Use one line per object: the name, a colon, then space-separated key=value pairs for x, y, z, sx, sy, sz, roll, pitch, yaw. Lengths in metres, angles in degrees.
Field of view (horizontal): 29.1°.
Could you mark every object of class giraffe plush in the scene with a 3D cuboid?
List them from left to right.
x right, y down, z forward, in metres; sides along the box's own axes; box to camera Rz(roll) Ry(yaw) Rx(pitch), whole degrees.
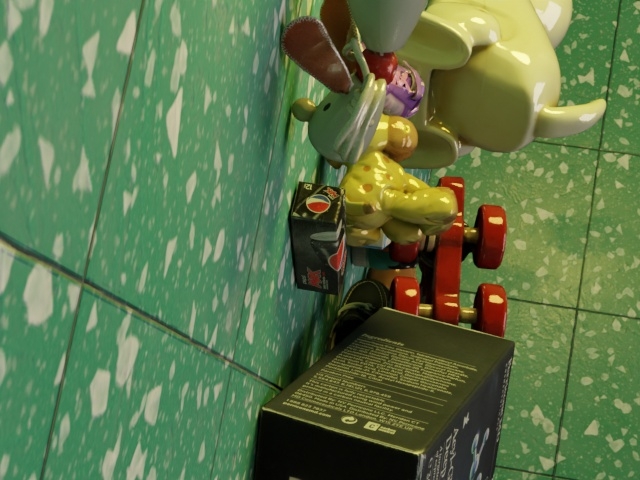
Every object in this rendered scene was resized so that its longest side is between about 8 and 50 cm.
giraffe plush: x=0.072 y=-0.094 z=1.619 sx=0.181 sy=0.210 sz=0.170 roll=-25 pitch=-115 yaw=55

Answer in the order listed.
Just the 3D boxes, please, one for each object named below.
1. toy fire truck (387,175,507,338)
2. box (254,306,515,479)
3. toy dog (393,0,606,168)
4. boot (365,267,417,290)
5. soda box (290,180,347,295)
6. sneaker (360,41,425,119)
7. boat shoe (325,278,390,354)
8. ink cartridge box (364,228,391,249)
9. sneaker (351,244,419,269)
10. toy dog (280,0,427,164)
toy fire truck: x=0.182 y=0.066 z=1.921 sx=0.254 sy=0.169 sz=0.302 roll=108 pitch=-14 yaw=-73
box: x=0.086 y=0.301 z=1.615 sx=0.395 sy=0.212 sz=0.293 roll=-34 pitch=133 yaw=-61
toy dog: x=0.276 y=-0.333 z=1.969 sx=0.408 sy=0.395 sz=0.284 roll=-60 pitch=150 yaw=-46
boot: x=0.104 y=0.115 z=2.265 sx=0.220 sy=0.109 sz=0.283 roll=61 pitch=46 yaw=-70
soda box: x=0.000 y=0.000 z=1.506 sx=0.169 sy=0.060 sz=0.053 roll=86 pitch=16 yaw=-57
sneaker: x=0.091 y=-0.216 z=1.702 sx=0.236 sy=0.105 sz=0.095 roll=58 pitch=27 yaw=-78
boat shoe: x=0.066 y=0.150 z=1.937 sx=0.302 sy=0.114 sz=0.091 roll=-89 pitch=154 yaw=-53
ink cartridge box: x=0.057 y=-0.021 z=1.769 sx=0.122 sy=0.088 sz=0.052 roll=-30 pitch=127 yaw=-80
sneaker: x=0.113 y=-0.038 z=2.026 sx=0.302 sy=0.121 sz=0.108 roll=80 pitch=20 yaw=-66
toy dog: x=0.026 y=-0.252 z=1.272 sx=0.220 sy=0.161 sz=0.333 roll=-44 pitch=157 yaw=-81
